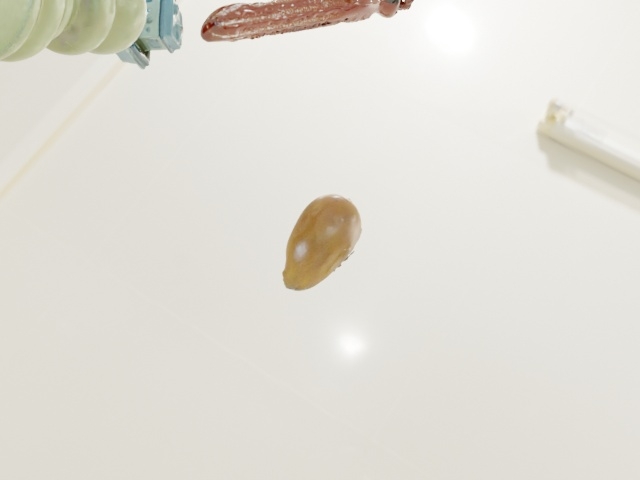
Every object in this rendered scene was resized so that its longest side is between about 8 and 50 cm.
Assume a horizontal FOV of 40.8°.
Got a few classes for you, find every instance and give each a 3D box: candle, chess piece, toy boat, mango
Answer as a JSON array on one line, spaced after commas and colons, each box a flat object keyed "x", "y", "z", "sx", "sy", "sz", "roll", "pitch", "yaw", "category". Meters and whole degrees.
[{"x": -0.007, "y": -0.292, "z": 1.090, "sx": 0.048, "sy": 0.329, "sz": 0.051, "roll": 52, "pitch": -39, "yaw": 24, "category": "candle"}, {"x": -0.279, "y": -0.259, "z": 0.919, "sx": 0.144, "sy": 0.144, "sz": 0.251, "roll": 30, "pitch": 19, "yaw": 15, "category": "chess piece"}, {"x": -0.244, "y": -0.370, "z": 1.234, "sx": 0.098, "sy": 0.237, "sz": 0.109, "roll": -1, "pitch": -12, "yaw": 8, "category": "toy boat"}, {"x": 0.004, "y": 0.000, "z": 1.229, "sx": 0.084, "sy": 0.159, "sz": 0.105, "roll": 13, "pitch": -36, "yaw": 19, "category": "mango"}]
